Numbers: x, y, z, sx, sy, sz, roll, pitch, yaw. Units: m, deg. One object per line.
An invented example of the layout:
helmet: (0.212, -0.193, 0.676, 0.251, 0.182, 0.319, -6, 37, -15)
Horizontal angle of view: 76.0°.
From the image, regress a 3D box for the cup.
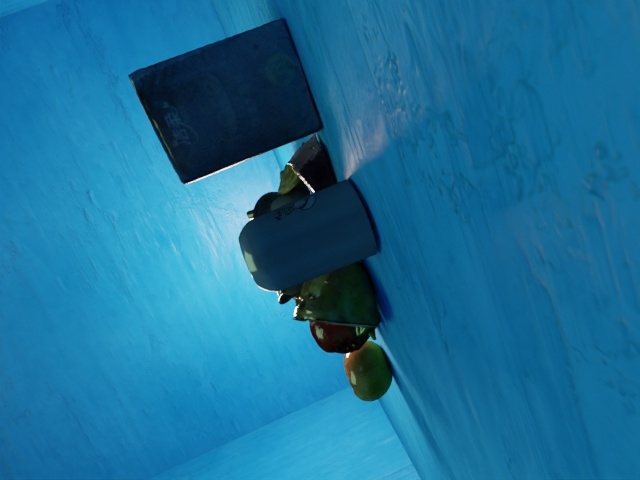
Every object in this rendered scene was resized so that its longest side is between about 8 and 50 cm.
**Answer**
cup: (-0.034, -0.004, 1.033, 0.205, 0.312, 0.205, 158, 90, -88)

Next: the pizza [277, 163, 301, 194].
pizza: (-0.128, -0.293, 1.812, 0.034, 0.181, 0.262, 32, -158, -25)

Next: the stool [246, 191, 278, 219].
stool: (-0.234, -0.090, 2.043, 0.178, 0.272, 0.272, -35, 76, 48)

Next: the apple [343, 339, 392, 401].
apple: (0.207, 0.570, 1.813, 0.261, 0.194, 0.260, 159, 90, -85)

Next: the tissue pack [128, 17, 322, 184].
tissue pack: (-0.228, -0.347, 1.043, 0.124, 0.394, 0.288, -125, 14, -69)

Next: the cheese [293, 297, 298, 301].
cheese: (-0.050, 0.151, 1.944, 0.332, 0.153, 0.292, 37, 118, 47)

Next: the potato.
potato: (0.057, 0.152, 1.327, 0.289, 0.301, 0.237, 154, 123, -67)

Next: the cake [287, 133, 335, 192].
cake: (-0.002, -0.161, 1.243, 0.295, 0.113, 0.116, 63, -179, -37)

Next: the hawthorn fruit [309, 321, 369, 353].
hawthorn fruit: (0.078, 0.310, 1.704, 0.265, 0.265, 0.307, 73, -174, -54)

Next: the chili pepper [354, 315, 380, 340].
chili pepper: (0.127, 0.243, 1.493, 0.270, 0.136, 0.099, 55, 164, 20)

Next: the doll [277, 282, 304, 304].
doll: (-0.088, 0.117, 1.463, 0.330, 0.174, 0.235, 77, -152, -66)

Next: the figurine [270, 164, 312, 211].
figurine: (-0.123, -0.192, 1.901, 0.203, 0.248, 0.380, 48, -154, -51)
